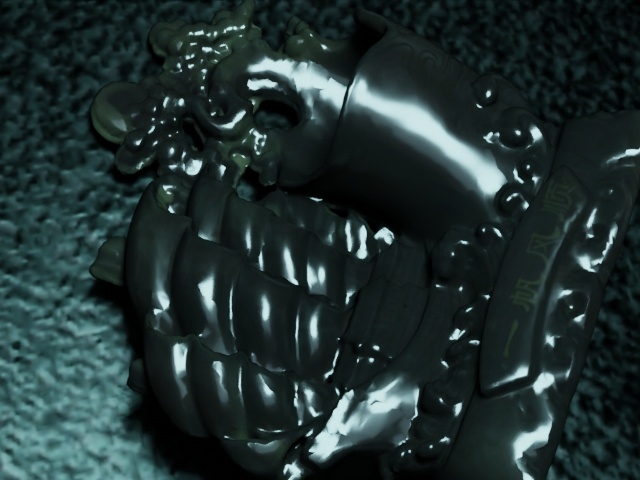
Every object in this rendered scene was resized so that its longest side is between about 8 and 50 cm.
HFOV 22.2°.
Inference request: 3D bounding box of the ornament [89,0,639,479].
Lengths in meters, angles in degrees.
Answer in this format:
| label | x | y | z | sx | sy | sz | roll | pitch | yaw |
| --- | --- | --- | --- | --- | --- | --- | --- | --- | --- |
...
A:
| label | x | y | z | sx | sy | sz | roll | pitch | yaw |
| --- | --- | --- | --- | --- | --- | --- | --- | --- | --- |
| ornament | 0.000 | 0.000 | 0.756 | 0.260 | 0.106 | 0.251 | 19 | 64 | 3 |
